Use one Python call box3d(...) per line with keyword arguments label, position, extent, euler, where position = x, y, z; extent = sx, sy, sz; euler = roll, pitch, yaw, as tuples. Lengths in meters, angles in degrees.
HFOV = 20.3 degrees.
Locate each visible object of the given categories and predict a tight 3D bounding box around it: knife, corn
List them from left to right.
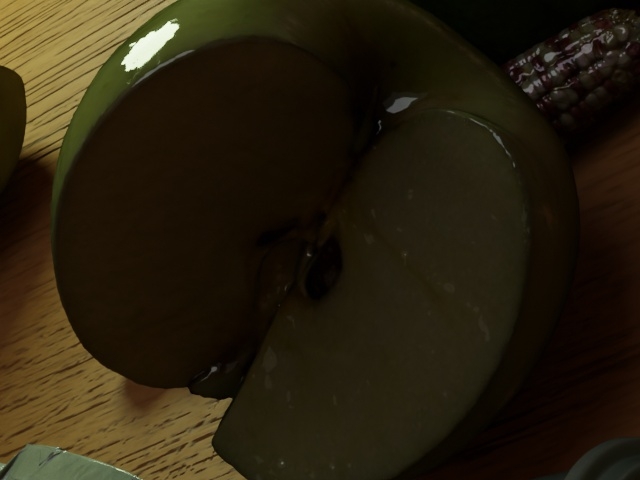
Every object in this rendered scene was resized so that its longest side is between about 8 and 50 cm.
box3d(label="knife", position=(-0.224, 0.171, 1.325), extent=(0.298, 0.017, 0.047), euler=(0, 49, 48))
box3d(label="corn", position=(0.116, -0.076, 1.161), extent=(0.237, 0.079, 0.079), euler=(-33, 36, 17))

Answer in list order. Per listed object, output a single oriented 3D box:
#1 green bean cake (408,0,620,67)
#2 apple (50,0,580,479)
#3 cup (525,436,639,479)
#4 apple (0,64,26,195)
box3d(label="green bean cake", position=(0.089, -0.249, 1.264), extent=(0.335, 0.218, 0.319), euler=(-33, 42, 27))
box3d(label="apple", position=(0.001, -0.012, 1.044), extent=(0.257, 0.295, 0.233), euler=(-64, -6, 32))
box3d(label="cup", position=(0.127, 0.159, 0.883), extent=(0.141, 0.120, 0.120), euler=(-16, 43, 56))
box3d(label="apple", position=(-0.411, -0.113, 1.585), extent=(0.254, 0.292, 0.292), euler=(-32, 31, 57))
